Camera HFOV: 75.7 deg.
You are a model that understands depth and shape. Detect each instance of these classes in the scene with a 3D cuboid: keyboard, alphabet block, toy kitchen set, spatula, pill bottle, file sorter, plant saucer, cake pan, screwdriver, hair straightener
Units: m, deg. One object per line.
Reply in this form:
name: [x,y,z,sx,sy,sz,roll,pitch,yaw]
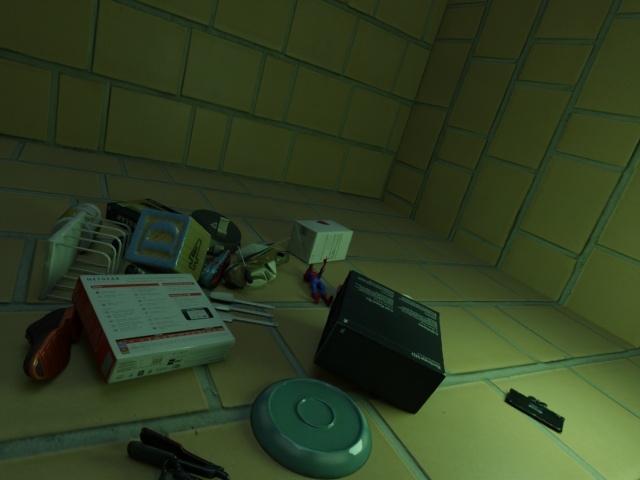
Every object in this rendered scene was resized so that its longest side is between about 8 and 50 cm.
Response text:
keyboard: [0.723,0.566,1.387,0.180,0.023,0.108,28,27,28]
alphabet block: [-0.527,0.022,1.450,0.192,0.194,0.197,11,-17,9]
toy kitchen set: [-0.513,-0.031,1.757,0.206,0.166,0.122,15,-15,-21]
spatula: [-0.272,0.243,1.452,0.241,0.019,0.168,12,17,-15]
pill bottle: [-0.921,-0.060,1.577,0.136,0.137,0.246,10,19,-20]
file sorter: [-0.739,0.054,1.317,0.172,0.193,0.278,15,17,-17]
plant saucer: [-0.016,0.446,1.037,0.317,0.044,0.318,15,18,-5]
cake pan: [-0.495,-0.047,1.922,0.293,0.054,0.293,29,24,-14]
screwdriver: [-0.291,0.089,1.583,0.024,0.025,0.170,1,60,-44]
hair straightener: [-0.278,0.450,0.800,0.230,0.047,0.089,24,19,8]

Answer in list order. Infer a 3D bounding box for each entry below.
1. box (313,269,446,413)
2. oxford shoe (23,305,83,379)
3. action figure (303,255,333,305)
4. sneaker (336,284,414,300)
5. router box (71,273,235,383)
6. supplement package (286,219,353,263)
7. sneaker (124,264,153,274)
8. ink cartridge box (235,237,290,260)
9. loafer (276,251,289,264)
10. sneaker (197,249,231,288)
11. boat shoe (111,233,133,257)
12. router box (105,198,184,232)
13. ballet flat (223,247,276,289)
box: [0.189,0.301,1.290,0.342,0.179,0.313,26,26,1]
oxford shoe: [-0.663,0.248,0.994,0.098,0.097,0.271,-6,16,-12]
action figure: [-0.007,0.154,1.782,0.091,0.139,0.280,12,16,-19]
sneaker: [0.229,0.239,1.734,0.349,0.131,0.148,10,23,-19]
router box: [-0.448,0.216,1.123,0.335,0.082,0.301,5,32,-49]
supplement package: [0.000,0.000,2.171,0.177,0.176,0.292,29,21,36]
sneaker: [-0.545,0.154,1.390,0.228,0.086,0.132,35,18,20]
ink cartridge box: [-0.249,0.017,1.828,0.056,0.224,0.181,63,7,0]
loafer: [-0.185,0.079,1.971,0.056,0.050,0.148,21,18,12]
sneaker: [-0.433,0.091,1.626,0.125,0.104,0.262,15,17,1]
boat shoe: [-0.661,0.036,1.581,0.258,0.109,0.089,6,24,-25]
router box: [-0.784,-0.098,1.907,0.308,0.081,0.243,23,19,20]
ballet flat: [-0.256,0.125,1.701,0.124,0.116,0.342,42,24,11]
